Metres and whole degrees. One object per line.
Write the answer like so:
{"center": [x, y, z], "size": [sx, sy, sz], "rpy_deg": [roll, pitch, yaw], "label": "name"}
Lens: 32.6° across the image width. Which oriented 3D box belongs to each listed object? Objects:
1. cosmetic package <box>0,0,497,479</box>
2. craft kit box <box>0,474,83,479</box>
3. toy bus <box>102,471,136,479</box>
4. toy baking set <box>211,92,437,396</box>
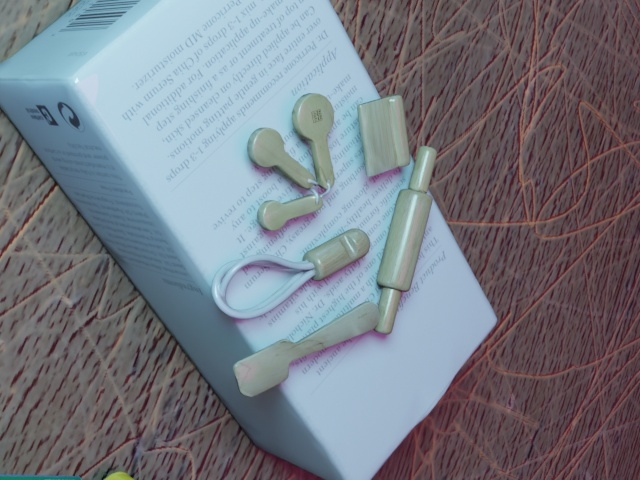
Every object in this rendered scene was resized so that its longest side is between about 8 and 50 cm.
{"center": [-0.046, -0.024, 0.944], "size": [0.230, 0.161, 0.453], "rpy_deg": [-46, 123, -25], "label": "cosmetic package"}
{"center": [-0.318, 0.252, 0.740], "size": [0.250, 0.061, 0.246], "rpy_deg": [12, 128, -42], "label": "craft kit box"}
{"center": [-0.109, 0.325, 0.916], "size": [0.149, 0.211, 0.220], "rpy_deg": [-50, 126, -24], "label": "toy bus"}
{"center": [0.006, 0.000, 0.871], "size": [0.197, 0.030, 0.256], "rpy_deg": [12, 89, -38], "label": "toy baking set"}
